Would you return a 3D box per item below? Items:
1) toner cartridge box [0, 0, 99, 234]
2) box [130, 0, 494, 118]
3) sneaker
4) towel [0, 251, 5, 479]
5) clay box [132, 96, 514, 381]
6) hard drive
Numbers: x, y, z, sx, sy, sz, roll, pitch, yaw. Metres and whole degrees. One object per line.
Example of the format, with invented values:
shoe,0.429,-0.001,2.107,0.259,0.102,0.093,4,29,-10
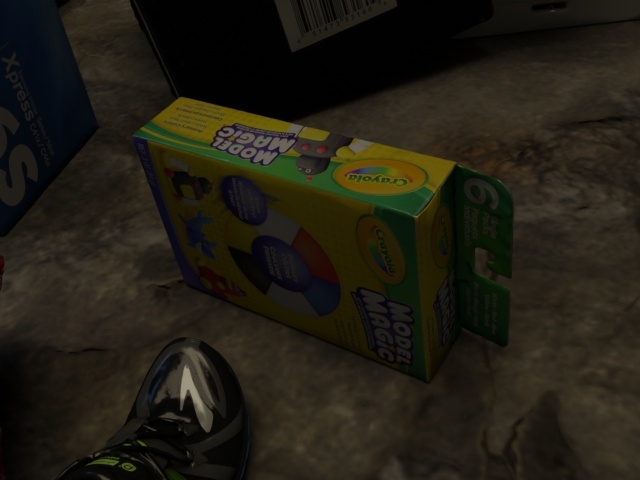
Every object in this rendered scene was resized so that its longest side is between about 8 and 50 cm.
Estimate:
toner cartridge box,-0.281,-0.188,0.556,0.075,0.348,0.165,5,43,15
box,-0.046,-0.282,0.723,0.296,0.183,0.294,-25,41,-6
sneaker,-0.082,0.118,0.365,0.067,0.078,0.188,2,41,14
towel,-0.232,0.129,0.377,0.198,0.031,0.275,-37,41,4
clay box,0.000,0.000,0.449,0.222,0.128,0.053,18,48,30
hard drive,0.222,-0.319,0.843,0.202,0.040,0.308,-5,41,6
